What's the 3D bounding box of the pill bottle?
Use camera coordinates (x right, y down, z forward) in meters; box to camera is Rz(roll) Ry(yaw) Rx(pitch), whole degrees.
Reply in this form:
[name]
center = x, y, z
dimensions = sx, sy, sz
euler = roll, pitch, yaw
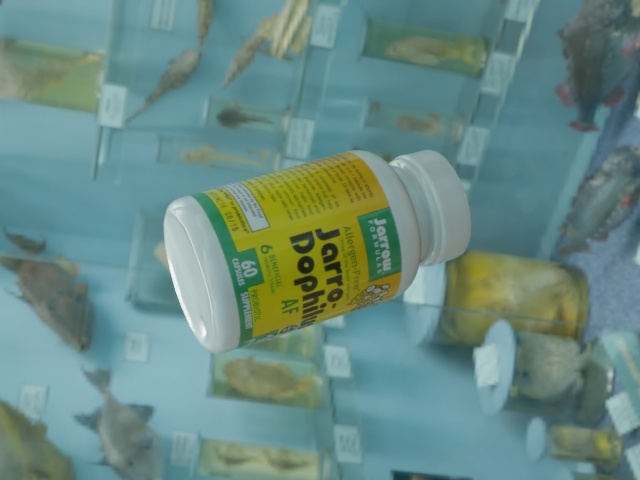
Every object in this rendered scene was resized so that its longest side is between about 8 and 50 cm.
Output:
[pill bottle]
center = 0.000, 0.000, 0.779
dimensions = 0.117, 0.208, 0.118
euler = 164, 90, -70
